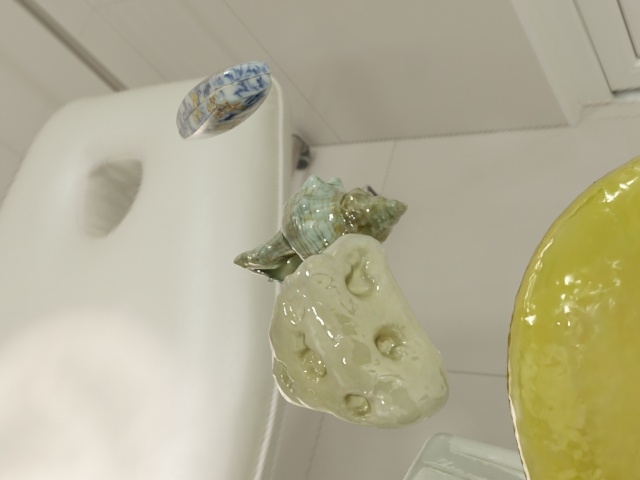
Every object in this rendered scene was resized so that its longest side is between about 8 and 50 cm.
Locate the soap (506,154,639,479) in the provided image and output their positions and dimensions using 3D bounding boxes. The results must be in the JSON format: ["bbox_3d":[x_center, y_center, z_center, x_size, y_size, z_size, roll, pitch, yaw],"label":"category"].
[{"bbox_3d":[0.296,0.128,0.639,0.305,0.428,0.115,-18,21,-2],"label":"soap"}]

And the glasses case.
[{"bbox_3d":[-0.128,-0.171,1.072,0.086,0.065,0.248,-26,5,-21],"label":"glasses case"}]

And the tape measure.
[{"bbox_3d":[0.229,0.338,0.973,0.258,0.265,0.130,3,48,47],"label":"tape measure"}]

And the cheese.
[{"bbox_3d":[0.040,0.157,1.138,0.173,0.248,0.251,-31,76,-32],"label":"cheese"}]

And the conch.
[{"bbox_3d":[0.009,-0.009,1.401,0.170,0.203,0.386,-49,19,-26],"label":"conch"}]
